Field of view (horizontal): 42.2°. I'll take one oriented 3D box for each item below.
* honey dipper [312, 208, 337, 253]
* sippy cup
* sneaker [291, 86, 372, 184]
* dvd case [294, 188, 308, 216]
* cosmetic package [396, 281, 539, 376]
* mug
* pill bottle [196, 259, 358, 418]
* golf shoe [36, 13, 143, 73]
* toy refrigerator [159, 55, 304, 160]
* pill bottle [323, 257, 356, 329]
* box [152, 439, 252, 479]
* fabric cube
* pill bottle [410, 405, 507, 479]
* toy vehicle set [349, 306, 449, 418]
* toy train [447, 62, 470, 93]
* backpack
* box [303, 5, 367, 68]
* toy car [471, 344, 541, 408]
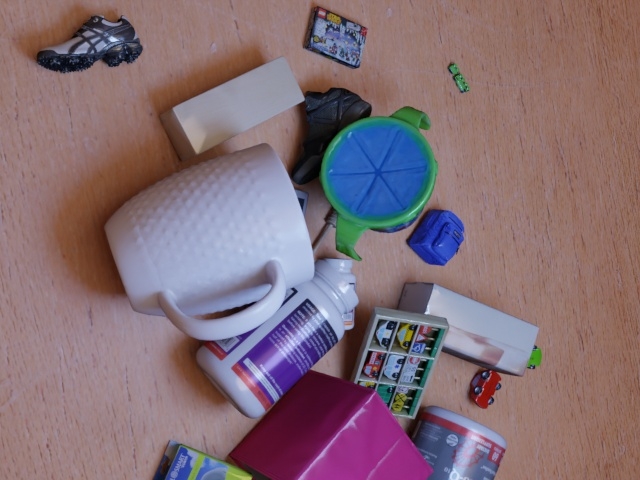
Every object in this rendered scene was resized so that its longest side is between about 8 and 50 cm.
[{"bbox_3d":[0.000,0.000,1.818,0.030,0.030,0.160,40,76,-27],"label":"honey dipper"},{"bbox_3d":[0.133,-0.117,1.757,0.306,0.224,0.240,-28,75,4],"label":"sippy cup"},{"bbox_3d":[-0.006,-0.232,1.772,0.227,0.130,0.087,-53,163,11],"label":"sneaker"},{"bbox_3d":[-0.124,-0.003,1.737,0.179,0.030,0.238,12,87,-33],"label":"dvd case"},{"bbox_3d":[0.333,0.206,1.930,0.296,0.153,0.129,23,81,-17],"label":"cosmetic package"},{"bbox_3d":[-0.195,0.028,1.496,0.328,0.374,0.276,-19,135,-12],"label":"mug"},{"bbox_3d":[-0.079,0.190,1.665,0.323,0.181,0.181,-42,113,-15],"label":"pill bottle"},{"bbox_3d":[-0.426,-0.361,1.509,0.198,0.077,0.093,-17,91,-37],"label":"golf shoe"},{"bbox_3d":[-0.175,-0.264,1.655,0.270,0.094,0.102,-33,102,-27],"label":"toy refrigerator"},{"bbox_3d":[0.034,0.115,1.809,0.086,0.086,0.151,3,91,-32],"label":"pill bottle"},{"bbox_3d":[-0.236,0.478,1.640,0.178,0.042,0.109,24,79,-4],"label":"box"},{"bbox_3d":[0.022,0.463,1.723,0.258,0.254,0.259,-45,114,-24],"label":"fabric cube"},{"bbox_3d":[0.269,0.584,1.909,0.210,0.210,0.362,33,76,-29],"label":"pill bottle"},{"bbox_3d":[0.164,0.273,1.823,0.166,0.035,0.266,9,119,-11],"label":"toy vehicle set"},{"bbox_3d":[0.335,-0.392,2.013,0.024,0.017,0.083,-40,113,-14],"label":"toy train"},{"bbox_3d":[0.287,-0.010,1.955,0.098,0.101,0.120,46,66,-33],"label":"backpack"},{"bbox_3d":[0.034,-0.442,1.813,0.137,0.027,0.093,15,84,-32],"label":"box"},{"bbox_3d":[0.469,0.301,2.113,0.225,0.053,0.238,2,92,-33],"label":"toy car"}]
